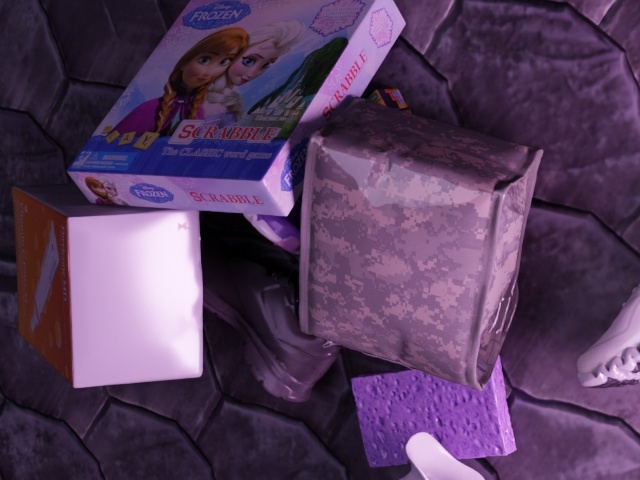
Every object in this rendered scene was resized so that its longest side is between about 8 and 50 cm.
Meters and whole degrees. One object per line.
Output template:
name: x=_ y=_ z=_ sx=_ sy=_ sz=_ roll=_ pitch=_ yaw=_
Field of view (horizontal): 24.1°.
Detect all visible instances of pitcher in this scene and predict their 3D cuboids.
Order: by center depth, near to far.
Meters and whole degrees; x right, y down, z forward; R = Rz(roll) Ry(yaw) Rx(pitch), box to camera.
pitcher: x=0.132 y=0.354 z=1.798 sx=0.178 sy=0.125 sz=0.207 roll=31 pitch=120 yaw=0

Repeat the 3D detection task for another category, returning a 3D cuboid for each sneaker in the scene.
sneaker: x=0.379 y=0.054 z=1.568 sx=0.292 sy=0.110 sz=0.118 roll=-41 pitch=63 yaw=26
sneaker: x=-0.038 y=-0.085 z=1.790 sx=0.104 sy=0.095 sz=0.236 roll=-37 pitch=36 yaw=22
sneaker: x=-0.075 y=0.069 z=1.941 sx=0.286 sy=0.109 sz=0.130 roll=49 pitch=113 yaw=15

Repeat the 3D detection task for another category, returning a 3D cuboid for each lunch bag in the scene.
lunch bag: x=0.105 y=0.014 z=1.701 sx=0.235 sy=0.169 sz=0.287 roll=17 pitch=119 yaw=18

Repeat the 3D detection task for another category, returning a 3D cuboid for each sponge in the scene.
sponge: x=0.136 y=0.209 z=1.823 sx=0.210 sy=0.031 sz=0.117 roll=-12 pitch=89 yaw=38

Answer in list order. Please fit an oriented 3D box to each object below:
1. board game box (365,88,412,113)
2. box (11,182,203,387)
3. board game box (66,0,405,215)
board game box: x=0.060 y=-0.081 z=1.833 sx=0.170 sy=0.048 sz=0.141 roll=-41 pitch=70 yaw=35
box: x=-0.285 y=0.046 z=1.957 sx=0.345 sy=0.168 sz=0.215 roll=-161 pitch=69 yaw=-66
board game box: x=-0.102 y=-0.173 z=1.806 sx=0.319 sy=0.318 sz=0.066 roll=4 pitch=141 yaw=38
